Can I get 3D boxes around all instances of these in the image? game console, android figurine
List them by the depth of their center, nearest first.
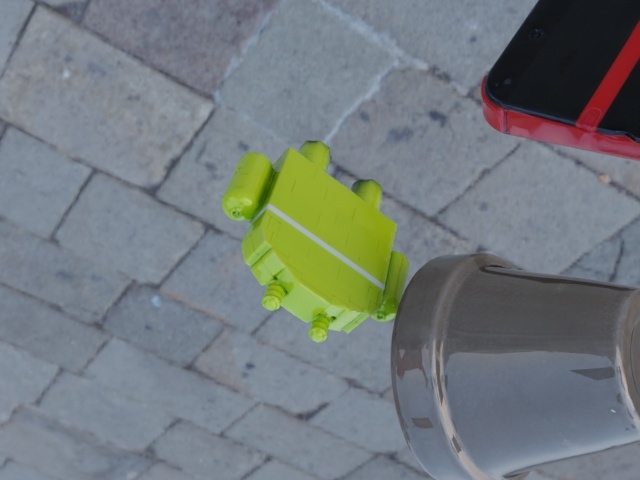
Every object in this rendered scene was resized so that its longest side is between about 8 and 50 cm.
[{"bbox_3d":[0.000,0.000,1.132,0.248,0.272,0.056,34,129,-17],"label":"android figurine"},{"bbox_3d":[0.433,-0.269,1.335,0.342,0.386,0.060,20,154,34],"label":"game console"}]

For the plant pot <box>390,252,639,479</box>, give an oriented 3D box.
[{"bbox_3d":[0.239,0.131,1.042,0.229,0.263,0.263,-11,135,39],"label":"plant pot"}]
